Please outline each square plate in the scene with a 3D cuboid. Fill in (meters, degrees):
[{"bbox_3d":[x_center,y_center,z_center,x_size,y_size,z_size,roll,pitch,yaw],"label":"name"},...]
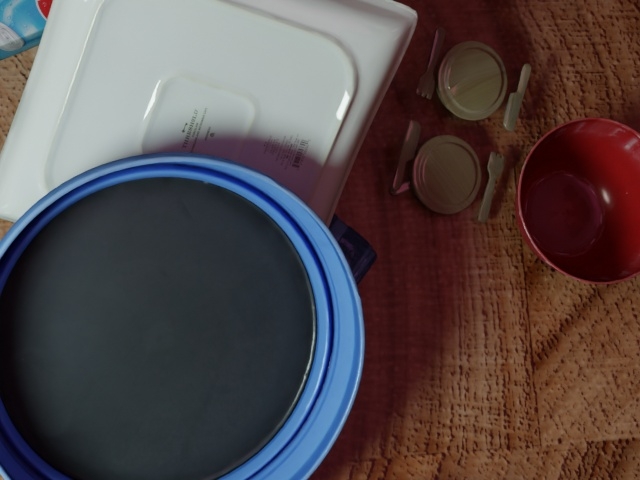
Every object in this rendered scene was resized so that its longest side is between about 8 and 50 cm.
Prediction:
[{"bbox_3d":[-0.120,-0.120,1.658,0.344,0.049,0.347,18,113,-13],"label":"square plate"}]

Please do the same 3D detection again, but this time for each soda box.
[{"bbox_3d":[-0.272,-0.248,1.720,0.210,0.071,0.067,-26,89,-18],"label":"soda box"}]

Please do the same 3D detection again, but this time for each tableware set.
[{"bbox_3d":[0.145,-0.123,1.836,0.128,0.039,0.194,20,82,-24],"label":"tableware set"}]

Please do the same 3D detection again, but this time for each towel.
[{"bbox_3d":[0.000,0.000,1.780,0.119,0.029,0.067,39,73,-6],"label":"towel"}]

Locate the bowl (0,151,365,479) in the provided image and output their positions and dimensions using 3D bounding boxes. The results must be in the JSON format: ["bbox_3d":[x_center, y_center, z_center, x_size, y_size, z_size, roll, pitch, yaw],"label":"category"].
[{"bbox_3d":[-0.152,0.103,1.638,0.391,0.077,0.391,-4,103,-16],"label":"bowl"}]

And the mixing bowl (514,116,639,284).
[{"bbox_3d":[0.282,-0.035,1.828,0.181,0.098,0.181,3,80,-15],"label":"mixing bowl"}]
